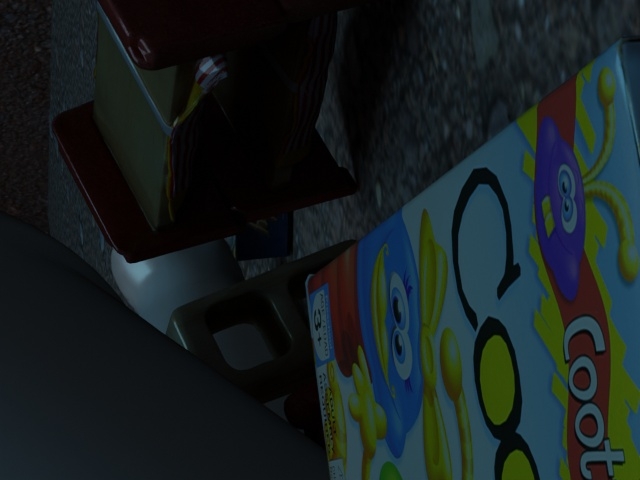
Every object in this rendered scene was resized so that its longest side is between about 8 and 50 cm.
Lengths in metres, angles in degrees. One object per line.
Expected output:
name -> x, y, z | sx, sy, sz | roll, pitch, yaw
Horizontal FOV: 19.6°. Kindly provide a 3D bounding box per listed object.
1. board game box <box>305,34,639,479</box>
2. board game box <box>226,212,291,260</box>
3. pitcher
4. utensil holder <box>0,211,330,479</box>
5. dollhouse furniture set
board game box -> 0.098, 0.051, 0.440 | 0.275, 0.144, 0.142 | 138, 126, -76
board game box -> -0.055, -0.131, 1.306 | 0.165, 0.042, 0.243 | -117, 25, -60
pitcher -> -0.064, 0.102, 1.295 | 0.178, 0.125, 0.207 | 50, -167, -41
utensil holder -> -0.109, 0.197, 0.758 | 0.385, 0.328, 0.327 | 30, 127, 46
dollhouse furniture set -> 0.000, 0.000, 0.961 | 0.374, 0.152, 0.201 | 60, 157, 24
